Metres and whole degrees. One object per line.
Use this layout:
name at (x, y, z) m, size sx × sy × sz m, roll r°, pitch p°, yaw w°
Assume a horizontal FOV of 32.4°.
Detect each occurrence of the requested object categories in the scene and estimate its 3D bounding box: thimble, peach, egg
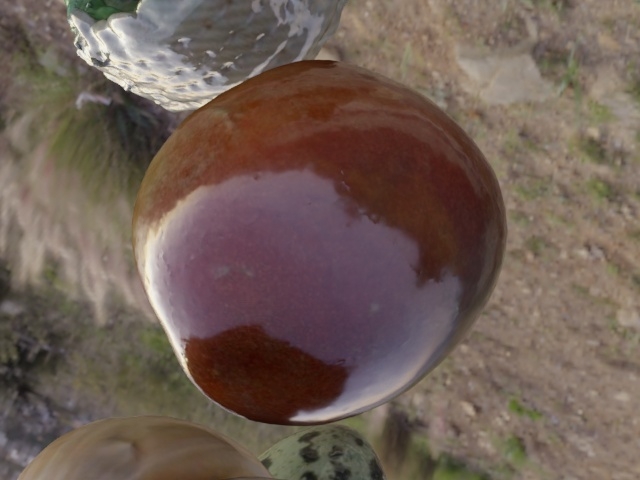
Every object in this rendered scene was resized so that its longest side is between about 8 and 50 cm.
thimble at (-0.087, -0.205, 0.837) m, size 0.219 × 0.219 × 0.150 m, roll -11°, pitch 154°, yaw 38°
peach at (0.000, 0.000, 0.718) m, size 0.253 × 0.252 × 0.252 m, roll 13°, pitch 147°, yaw 9°
egg at (-0.017, 0.280, 1.032) m, size 0.177 × 0.228 × 0.177 m, roll 25°, pitch 175°, yaw 2°

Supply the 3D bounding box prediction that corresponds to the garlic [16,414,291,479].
garlic at (-0.056, 0.242, 0.673) m, size 0.286 × 0.249 × 0.313 m, roll -13°, pitch 136°, yaw 34°
